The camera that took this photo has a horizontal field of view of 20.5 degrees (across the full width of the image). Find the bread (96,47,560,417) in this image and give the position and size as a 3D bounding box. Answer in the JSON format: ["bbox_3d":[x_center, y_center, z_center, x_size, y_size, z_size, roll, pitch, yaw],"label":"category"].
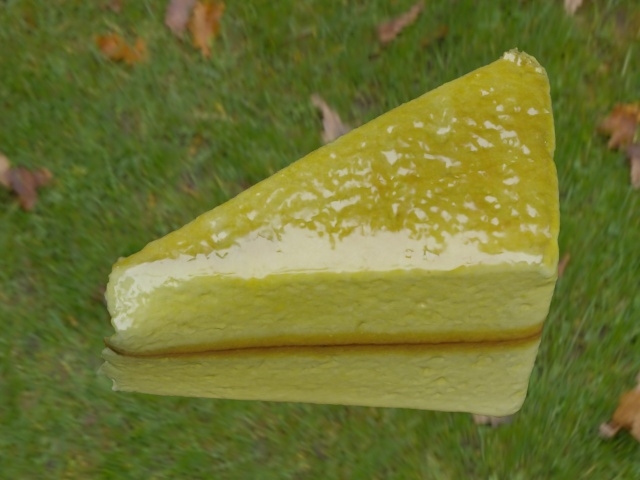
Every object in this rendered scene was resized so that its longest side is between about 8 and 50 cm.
[{"bbox_3d":[0.000,0.000,1.431,0.361,0.233,0.245,0,55,-2],"label":"bread"}]
